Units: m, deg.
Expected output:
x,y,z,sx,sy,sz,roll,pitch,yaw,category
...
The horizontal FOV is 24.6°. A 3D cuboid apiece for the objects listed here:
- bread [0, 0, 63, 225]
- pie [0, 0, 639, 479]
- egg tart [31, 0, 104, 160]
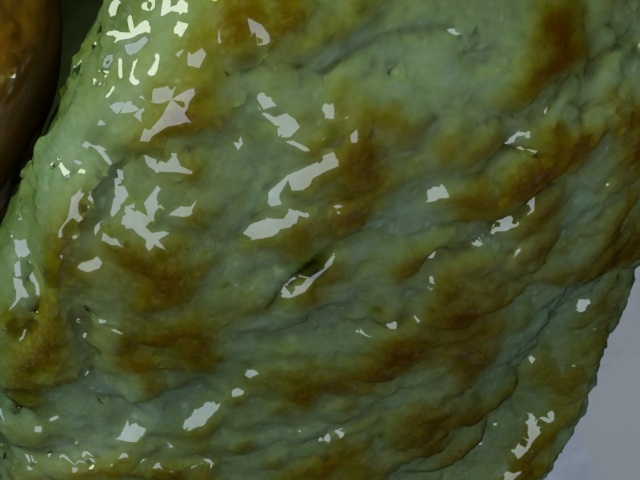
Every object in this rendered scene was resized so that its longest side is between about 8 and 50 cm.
x,y,z,sx,sy,sz,roll,pitch,yaw,category
-0.258,-0.021,0.370,0.337,0.148,0.328,35,126,-15,bread
0.000,0.000,0.399,0.201,0.090,0.248,-7,132,-27,pie
-0.032,-0.055,0.463,0.197,0.078,0.197,-5,134,-5,egg tart
